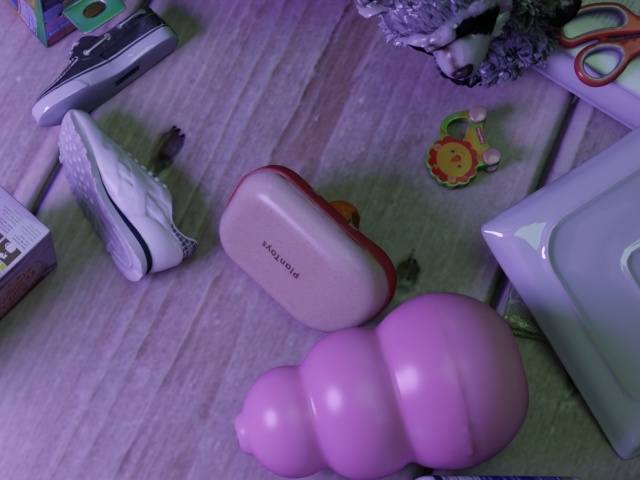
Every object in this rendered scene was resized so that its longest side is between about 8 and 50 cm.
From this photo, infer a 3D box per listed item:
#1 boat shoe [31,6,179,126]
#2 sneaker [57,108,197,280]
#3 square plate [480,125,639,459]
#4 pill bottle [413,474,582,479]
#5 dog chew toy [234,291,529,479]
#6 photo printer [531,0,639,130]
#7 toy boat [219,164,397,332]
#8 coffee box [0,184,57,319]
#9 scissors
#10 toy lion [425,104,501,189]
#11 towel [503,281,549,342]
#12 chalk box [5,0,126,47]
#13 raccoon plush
[{"bbox_3d":[-0.285,-0.222,1.704,0.219,0.078,0.070,-37,80,-25],"label":"boat shoe"},{"bbox_3d":[-0.244,-0.064,1.655,0.095,0.090,0.235,-24,79,-27],"label":"sneaker"},{"bbox_3d":[0.429,0.039,1.660,0.347,0.049,0.344,-32,90,-10],"label":"square plate"},{"bbox_3d":[0.172,0.343,1.519,0.265,0.153,0.153,1,71,-6],"label":"pill bottle"},{"bbox_3d":[0.066,0.183,1.546,0.332,0.206,0.206,-14,73,-3],"label":"dog chew toy"},{"bbox_3d":[0.414,-0.294,1.791,0.307,0.107,0.256,32,74,5],"label":"photo printer"},{"bbox_3d":[0.000,0.000,1.641,0.231,0.151,0.151,43,43,8],"label":"toy boat"},{"bbox_3d":[-0.428,0.064,1.549,0.098,0.141,0.246,41,71,7],"label":"coffee box"},{"bbox_3d":[0.449,-0.276,1.713,0.297,0.021,0.109,-15,78,-1],"label":"scissors"},{"bbox_3d":[0.181,-0.118,1.747,0.096,0.034,0.100,-14,73,-3],"label":"toy lion"},{"bbox_3d":[0.308,0.080,1.693,0.148,0.027,0.110,15,71,-2],"label":"towel"},{"bbox_3d":[-0.337,-0.348,1.709,0.132,0.132,0.213,-37,80,-19],"label":"chalk box"},{"bbox_3d":[0.127,-0.376,1.670,0.216,0.299,0.446,-41,57,21],"label":"raccoon plush"}]
